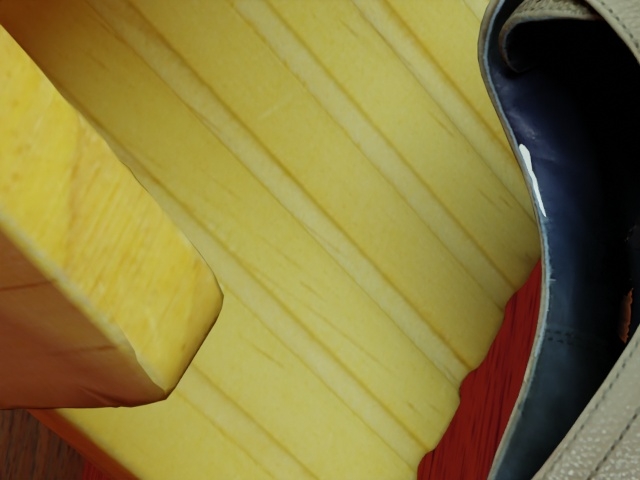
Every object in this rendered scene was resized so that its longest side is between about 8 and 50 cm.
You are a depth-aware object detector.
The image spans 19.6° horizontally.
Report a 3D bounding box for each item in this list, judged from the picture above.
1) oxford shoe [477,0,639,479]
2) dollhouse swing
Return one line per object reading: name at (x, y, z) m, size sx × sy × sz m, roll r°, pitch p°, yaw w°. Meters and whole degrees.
oxford shoe at (0.119, -0.084, 0.480) m, size 0.130 × 0.132 × 0.364 m, roll 139°, pitch 141°, yaw -69°
dollhouse swing at (0.032, -0.074, 0.541) m, size 0.315 × 0.305 × 0.347 m, roll -9°, pitch 45°, yaw 59°
